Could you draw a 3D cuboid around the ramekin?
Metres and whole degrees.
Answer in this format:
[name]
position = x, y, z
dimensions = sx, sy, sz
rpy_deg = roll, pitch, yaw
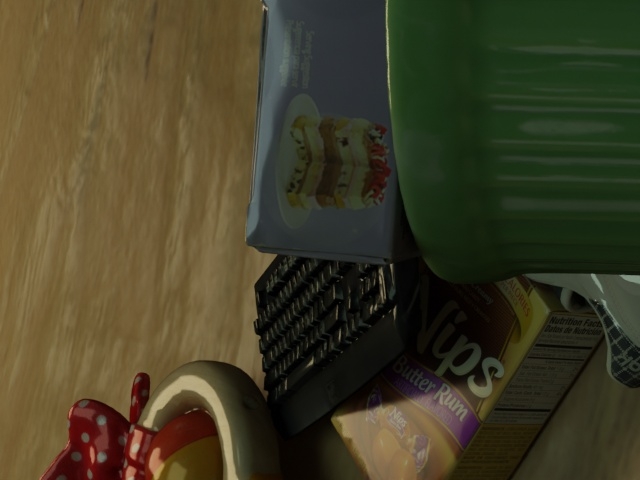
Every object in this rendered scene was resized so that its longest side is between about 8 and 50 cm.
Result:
[ramekin]
position = 0.138, -0.125, 0.718
dimensions = 0.148, 0.303, 0.303
rpy_deg = 6, 92, 17

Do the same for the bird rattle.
[bird rattle]
position = -0.089, 0.175, 1.219
dimensions = 0.207, 0.143, 0.253
rpy_deg = -54, 32, 31

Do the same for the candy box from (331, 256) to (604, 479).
[candy box]
position = 0.082, 0.074, 1.013
dimensions = 0.186, 0.053, 0.109
rpy_deg = -62, 40, 29

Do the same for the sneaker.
[sneaker]
position = 0.125, -0.029, 0.922
dimensions = 0.094, 0.090, 0.235
rpy_deg = -60, 41, 26

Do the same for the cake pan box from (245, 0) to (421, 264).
[cake pan box]
position = 0.044, -0.128, 0.779
dimensions = 0.070, 0.246, 0.266
rpy_deg = 6, 93, 15

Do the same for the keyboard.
[keyboard]
position = 0.000, 0.000, 1.066
dimensions = 0.317, 0.033, 0.201
rpy_deg = 132, 138, -68
